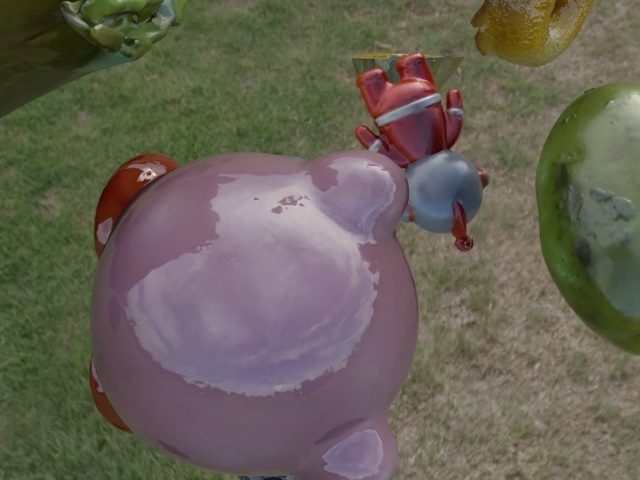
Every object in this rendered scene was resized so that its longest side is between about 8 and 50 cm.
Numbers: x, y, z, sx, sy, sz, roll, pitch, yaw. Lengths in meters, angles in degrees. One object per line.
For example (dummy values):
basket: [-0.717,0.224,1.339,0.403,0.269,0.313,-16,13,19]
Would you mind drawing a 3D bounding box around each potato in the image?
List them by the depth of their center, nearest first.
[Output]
potato: [0.343,-0.031,0.883,0.216,0.215,0.304,2,54,1]

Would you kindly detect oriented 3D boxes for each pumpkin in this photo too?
pumpkin: [0.163,-0.308,1.536,0.218,0.217,0.110,7,102,4]

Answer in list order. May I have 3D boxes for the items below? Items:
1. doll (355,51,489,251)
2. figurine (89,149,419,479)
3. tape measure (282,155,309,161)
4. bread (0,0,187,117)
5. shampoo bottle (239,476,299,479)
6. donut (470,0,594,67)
doll: [0.129,-0.099,0.963,0.142,0.076,0.244,-25,96,-10]
figurine: [-0.032,0.036,0.416,0.173,0.173,0.173,0,61,0]
tape measure: [0.000,0.000,1.338,0.352,0.098,0.215,26,91,-7]
bread: [-0.242,-0.138,0.388,0.377,0.208,0.251,-20,37,16]
shampoo bottle: [-0.061,0.274,1.076,0.079,0.080,0.246,-12,20,3]
donut: [0.265,-0.286,0.936,0.075,0.190,0.174,40,24,29]
